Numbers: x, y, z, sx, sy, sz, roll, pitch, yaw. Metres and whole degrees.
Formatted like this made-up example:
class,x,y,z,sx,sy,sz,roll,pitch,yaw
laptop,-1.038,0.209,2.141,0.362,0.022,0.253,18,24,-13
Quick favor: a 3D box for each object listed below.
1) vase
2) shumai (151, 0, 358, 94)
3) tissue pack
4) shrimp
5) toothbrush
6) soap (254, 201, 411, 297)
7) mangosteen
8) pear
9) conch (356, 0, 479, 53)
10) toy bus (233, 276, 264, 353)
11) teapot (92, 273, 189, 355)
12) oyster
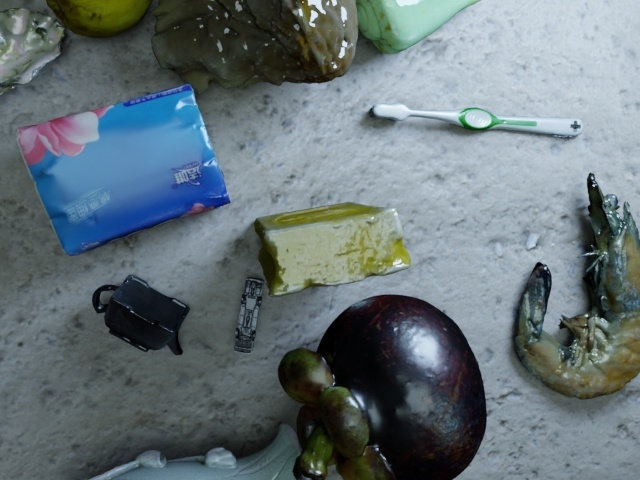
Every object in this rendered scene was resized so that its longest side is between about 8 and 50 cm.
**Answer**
class,x,y,z,sx,sy,sz,roll,pitch,yaw
vase,-0.216,0.456,0.910,0.445,0.250,0.250,-17,98,-10
shumai,-0.110,-0.371,0.877,0.283,0.217,0.346,-27,101,37
tissue pack,-0.296,-0.109,0.874,0.270,0.137,0.209,-19,103,-12
shrimp,0.498,0.094,1.063,0.272,0.085,0.445,-6,100,-3
toothbrush,0.294,-0.220,1.014,0.418,0.040,0.042,2,93,-9
soap,0.000,0.000,0.850,0.199,0.315,0.091,-12,97,-6
mangosteen,0.107,0.246,0.900,0.330,0.330,0.330,-1,95,-9
pear,-0.337,-0.390,0.846,0.162,0.149,0.149,-36,100,-9
conch,0.155,-0.419,0.935,0.250,0.143,0.137,-42,142,-14
toy bus,-0.125,0.130,0.975,0.037,0.052,0.130,10,92,-5
teapot,-0.304,0.137,0.938,0.177,0.087,0.096,32,113,-10
oyster,-0.500,-0.283,0.875,0.133,0.072,0.209,36,69,-4
